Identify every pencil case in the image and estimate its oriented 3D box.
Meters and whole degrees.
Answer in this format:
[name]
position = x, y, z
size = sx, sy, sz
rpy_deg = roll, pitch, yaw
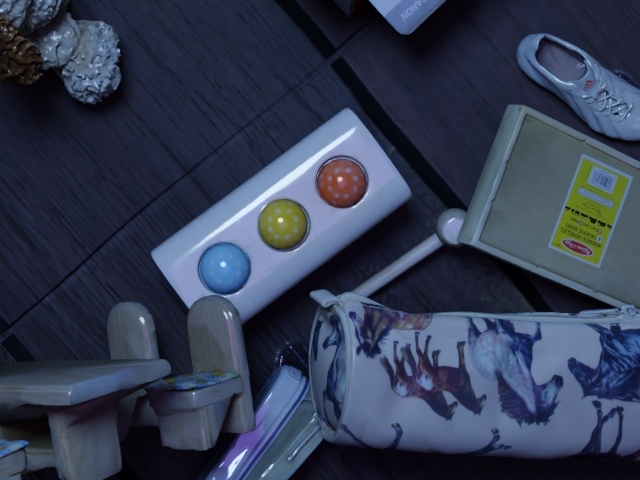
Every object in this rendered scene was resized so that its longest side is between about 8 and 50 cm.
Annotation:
[pencil case]
position = 0.186, 0.145, 1.119
size = 0.411, 0.160, 0.183
rpy_deg = 4, 88, -10

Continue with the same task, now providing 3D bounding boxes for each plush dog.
[plush dog]
position = -0.337, -0.271, 1.072
size = 0.211, 0.225, 0.262
rpy_deg = -10, 91, -3

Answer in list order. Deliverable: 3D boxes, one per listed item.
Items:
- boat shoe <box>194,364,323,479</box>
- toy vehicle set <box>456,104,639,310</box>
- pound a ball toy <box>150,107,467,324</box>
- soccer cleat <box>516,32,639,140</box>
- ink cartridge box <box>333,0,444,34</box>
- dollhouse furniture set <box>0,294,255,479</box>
[boat shoe]
position = -0.091, 0.286, 1.154
size = 0.094, 0.109, 0.302
rpy_deg = 36, 86, -5
[toy vehicle set]
position = 0.300, -0.028, 1.164
size = 0.267, 0.035, 0.166
rpy_deg = 22, 89, -21
[pound a ball toy]
position = 0.000, 0.000, 1.140
size = 0.319, 0.136, 0.208
rpy_deg = -36, 92, -1
[soccer cleat]
position = 0.316, -0.176, 1.183
size = 0.196, 0.076, 0.068
rpy_deg = 31, 89, -3
[ink cartridge box]
position = 0.102, -0.413, 1.141
size = 0.309, 0.130, 0.272
rpy_deg = -43, 91, -1
[dollhouse furniture set]
position = -0.333, 0.105, 1.004
size = 0.394, 0.362, 0.256
rpy_deg = -6, 93, 38
